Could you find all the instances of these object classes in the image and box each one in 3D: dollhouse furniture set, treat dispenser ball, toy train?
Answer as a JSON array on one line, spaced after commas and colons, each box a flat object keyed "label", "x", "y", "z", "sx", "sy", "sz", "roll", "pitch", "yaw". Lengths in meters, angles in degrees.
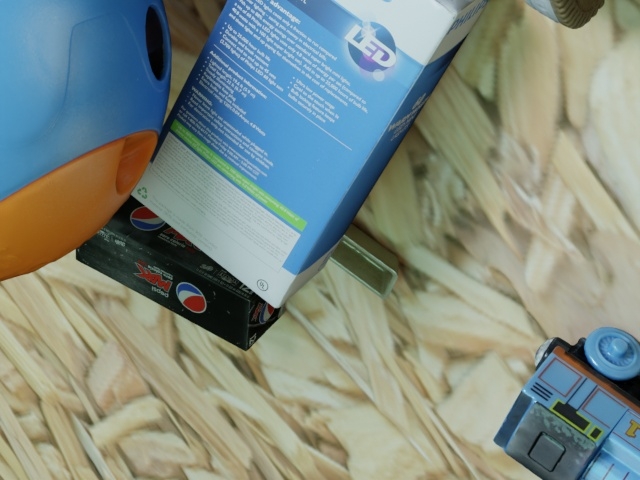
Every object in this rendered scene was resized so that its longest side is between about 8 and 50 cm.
[{"label": "dollhouse furniture set", "x": 0.000, "y": 0.000, "z": 1.332, "sx": 0.114, "sy": 0.081, "sz": 0.091, "roll": 37, "pitch": 140, "yaw": 10}, {"label": "treat dispenser ball", "x": -0.238, "y": -0.113, "z": 1.201, "sx": 0.288, "sy": 0.288, "sz": 0.288, "roll": 23, "pitch": 135, "yaw": 25}, {"label": "toy train", "x": 0.209, "y": 0.137, "z": 1.250, "sx": 0.184, "sy": 0.105, "sz": 0.080, "roll": 36, "pitch": 140, "yaw": 12}]

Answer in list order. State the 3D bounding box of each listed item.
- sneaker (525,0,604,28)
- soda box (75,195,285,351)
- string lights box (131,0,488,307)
[{"label": "sneaker", "x": 0.076, "y": -0.217, "z": 1.003, "sx": 0.153, "sy": 0.099, "sz": 0.282, "roll": 33, "pitch": 172, "yaw": 21}, {"label": "soda box", "x": -0.109, "y": 0.016, "z": 1.462, "sx": 0.169, "sy": 0.053, "sz": 0.060, "roll": 27, "pitch": 137, "yaw": 21}, {"label": "string lights box", "x": -0.009, "y": -0.096, "z": 1.219, "sx": 0.133, "sy": 0.077, "sz": 0.259, "roll": 38, "pitch": 126, "yaw": 9}]
